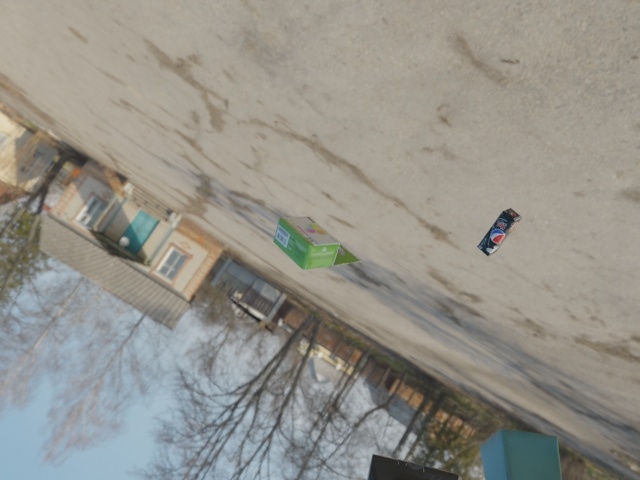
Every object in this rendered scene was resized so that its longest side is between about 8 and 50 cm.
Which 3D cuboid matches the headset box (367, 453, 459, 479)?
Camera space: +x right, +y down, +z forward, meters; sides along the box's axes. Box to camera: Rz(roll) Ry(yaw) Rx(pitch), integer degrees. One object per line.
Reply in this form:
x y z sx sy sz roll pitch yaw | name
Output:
0.231 0.636 1.382 0.218 0.110 0.293 10 157 10 | headset box

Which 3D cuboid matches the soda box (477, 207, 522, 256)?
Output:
0.600 -0.027 1.789 0.053 0.060 0.168 46 133 25 | soda box

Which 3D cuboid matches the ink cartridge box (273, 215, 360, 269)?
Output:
0.000 0.000 1.794 0.255 0.096 0.189 -6 -146 -39 | ink cartridge box

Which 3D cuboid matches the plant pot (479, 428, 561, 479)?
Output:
0.555 0.669 1.464 0.166 0.234 0.165 9 142 -3 | plant pot
